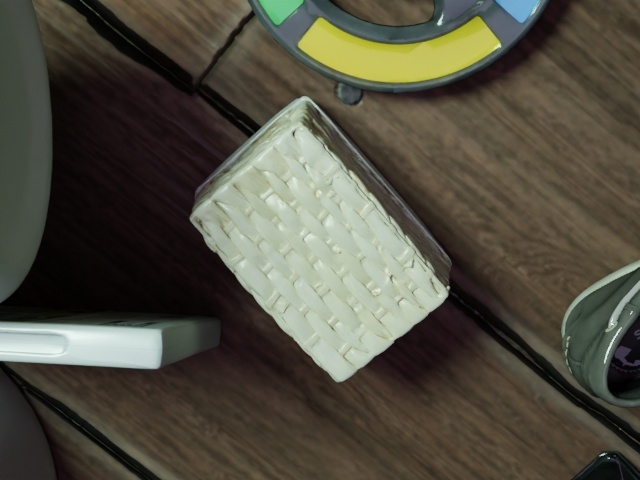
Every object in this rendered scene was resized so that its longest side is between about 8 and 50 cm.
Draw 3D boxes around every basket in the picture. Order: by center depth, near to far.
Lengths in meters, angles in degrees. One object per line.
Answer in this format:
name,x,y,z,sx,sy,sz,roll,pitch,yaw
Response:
basket,0.000,0.000,0.741,0.113,0.103,0.167,-40,97,11

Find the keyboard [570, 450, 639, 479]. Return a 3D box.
keyboard,0.191,0.256,0.835,0.192,0.038,0.100,-46,74,14

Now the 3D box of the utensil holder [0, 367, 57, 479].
utensil holder,-0.369,0.240,0.679,0.327,0.385,0.328,1,103,3

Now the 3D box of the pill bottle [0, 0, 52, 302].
pill bottle,-0.347,-0.062,0.580,0.362,0.210,0.210,-1,104,3

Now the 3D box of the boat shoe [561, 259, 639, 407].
boat shoe,0.313,0.006,0.725,0.335,0.095,0.112,-38,99,11

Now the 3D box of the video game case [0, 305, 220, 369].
video game case,-0.182,0.060,0.706,0.206,0.227,0.026,3,88,3

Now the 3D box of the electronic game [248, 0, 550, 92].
electronic game,0.052,-0.212,0.714,0.229,0.048,0.229,1,104,4
